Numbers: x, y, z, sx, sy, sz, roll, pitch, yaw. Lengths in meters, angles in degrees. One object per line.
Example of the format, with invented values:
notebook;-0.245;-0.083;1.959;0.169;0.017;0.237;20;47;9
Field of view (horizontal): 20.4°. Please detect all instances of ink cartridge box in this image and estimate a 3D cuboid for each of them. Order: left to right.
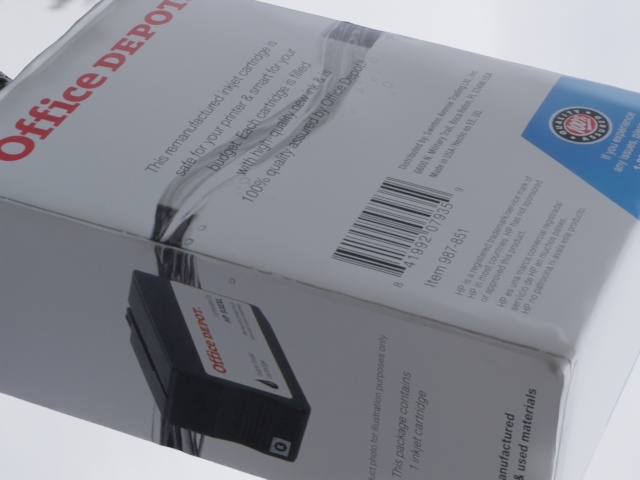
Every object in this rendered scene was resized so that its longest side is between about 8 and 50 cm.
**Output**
ink cartridge box;0.000;0.000;0.856;0.307;0.223;0.129;16;-52;17

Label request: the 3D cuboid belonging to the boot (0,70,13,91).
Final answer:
boot;-0.267;-0.039;0.929;0.348;0.260;0.131;34;-71;60
